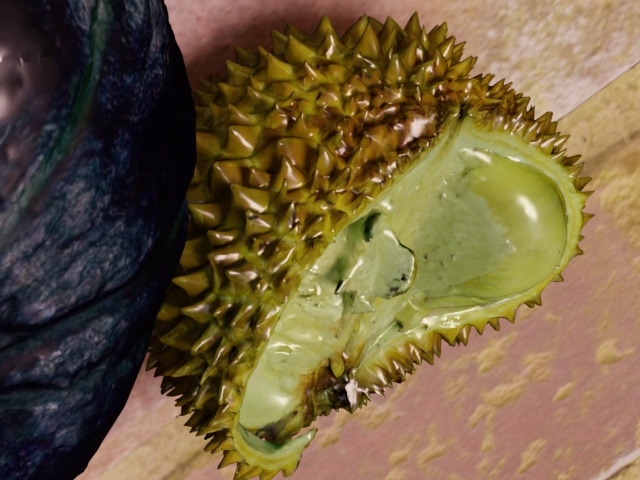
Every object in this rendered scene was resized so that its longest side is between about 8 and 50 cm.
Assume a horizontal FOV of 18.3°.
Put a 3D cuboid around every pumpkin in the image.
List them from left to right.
[{"bbox_3d":[-0.219,-0.019,0.744,0.363,0.266,0.363,-24,135,-26],"label":"pumpkin"}]

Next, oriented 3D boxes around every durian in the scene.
[{"bbox_3d":[0.002,-0.003,0.986,0.237,0.176,0.200,-43,128,-9],"label":"durian"}]
